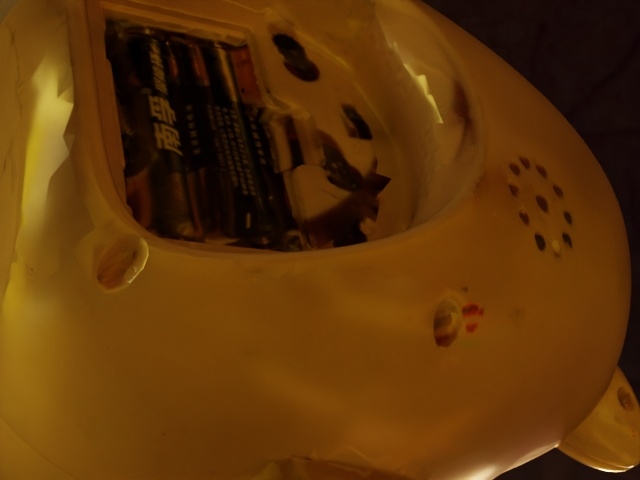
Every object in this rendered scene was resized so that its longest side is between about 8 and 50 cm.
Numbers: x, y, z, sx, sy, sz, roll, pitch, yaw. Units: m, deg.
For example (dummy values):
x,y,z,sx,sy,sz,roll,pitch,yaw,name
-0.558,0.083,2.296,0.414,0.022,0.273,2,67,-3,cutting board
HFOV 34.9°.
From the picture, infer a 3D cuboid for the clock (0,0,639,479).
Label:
x,y,z,sx,sy,sz,roll,pitch,yaw,name
0.000,0.000,0.557,0.377,0.368,0.250,5,-41,-26,clock
